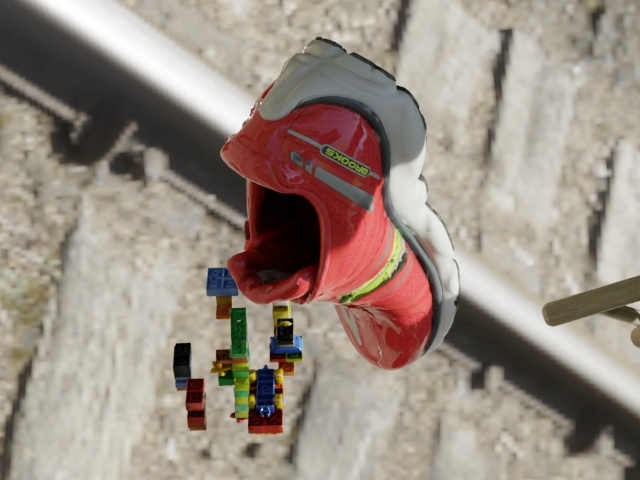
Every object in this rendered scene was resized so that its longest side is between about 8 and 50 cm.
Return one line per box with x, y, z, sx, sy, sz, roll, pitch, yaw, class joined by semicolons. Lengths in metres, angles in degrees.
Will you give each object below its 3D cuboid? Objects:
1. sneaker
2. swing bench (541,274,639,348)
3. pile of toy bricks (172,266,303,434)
0.000;0.000;1.020;0.118;0.107;0.279;-44;146;-18;sneaker
0.327;0.129;1.233;0.165;0.254;0.253;15;57;-53;swing bench
-0.074;0.122;1.653;0.212;0.118;0.105;-89;178;-49;pile of toy bricks
